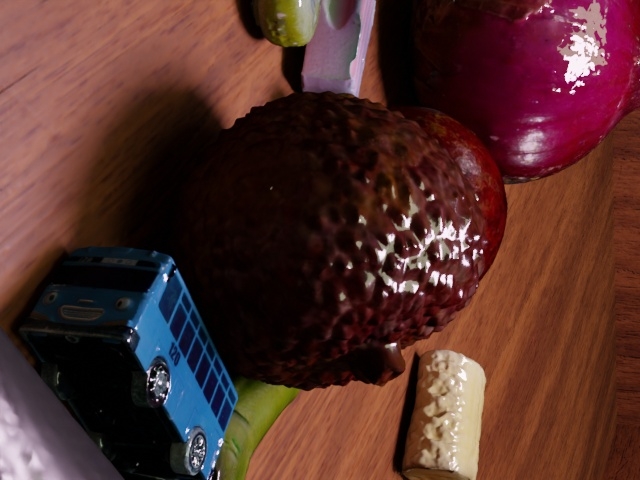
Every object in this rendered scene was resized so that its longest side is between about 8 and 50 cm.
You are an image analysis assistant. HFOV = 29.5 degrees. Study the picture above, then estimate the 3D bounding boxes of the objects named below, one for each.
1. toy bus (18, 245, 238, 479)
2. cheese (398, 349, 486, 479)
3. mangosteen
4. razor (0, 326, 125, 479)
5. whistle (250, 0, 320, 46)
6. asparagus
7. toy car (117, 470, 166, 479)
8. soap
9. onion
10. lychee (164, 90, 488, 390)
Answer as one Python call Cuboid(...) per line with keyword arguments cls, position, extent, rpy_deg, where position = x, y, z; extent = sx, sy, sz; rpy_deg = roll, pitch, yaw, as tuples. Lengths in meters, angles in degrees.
Cuboid(cls="toy bus", position=(-0.130, 0.088, 0.864), extent=(0.185, 0.090, 0.106), rpy_deg=(72, 30, -46))
Cuboid(cls="cheese", position=(0.164, 0.241, 1.622), extent=(0.123, 0.094, 0.167), rpy_deg=(45, 47, -50))
Cuboid(cls="mangosteen", position=(0.057, -0.043, 1.185), extent=(0.257, 0.215, 0.215), rpy_deg=(31, 61, -33))
Cuboid(cls="razor", position=(-0.201, 0.117, 0.547), extent=(0.349, 0.113, 0.204), rpy_deg=(58, 43, -24))
Cuboid(cls="whistle", position=(-0.022, -0.265, 1.127), extent=(0.104, 0.057, 0.198), rpy_deg=(82, 16, -54))
Cuboid(cls="asparagus", position=(-0.054, 0.125, 1.070), extent=(0.343, 0.085, 0.082), rpy_deg=(-53, 135, -60))
Cuboid(cls="toy car", position=(-0.127, 0.253, 0.783), extent=(0.359, 0.176, 0.213), rpy_deg=(49, 48, -59))
Cuboid(cls="soap", position=(0.021, -0.215, 1.198), extent=(0.100, 0.056, 0.149), rpy_deg=(87, 13, -71))
Cuboid(cls="onion", position=(0.295, -0.223, 1.481), extent=(0.348, 0.385, 0.348), rpy_deg=(13, 90, -77))
Cuboid(cls="lychee", position=(0.000, 0.000, 0.968), extent=(0.260, 0.260, 0.261), rpy_deg=(4, 90, -68))
